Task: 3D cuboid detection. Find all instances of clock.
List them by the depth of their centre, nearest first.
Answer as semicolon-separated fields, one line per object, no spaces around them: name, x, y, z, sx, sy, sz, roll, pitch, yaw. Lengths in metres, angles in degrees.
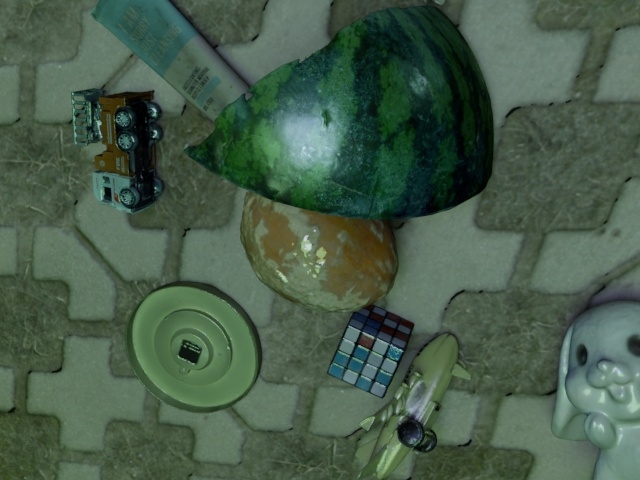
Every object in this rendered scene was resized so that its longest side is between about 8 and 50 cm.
clock;-0.212;0.179;1.210;0.235;0.029;0.234;5;110;14

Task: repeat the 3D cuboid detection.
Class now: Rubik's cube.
Rubik's cube;0.075;0.160;1.086;0.092;0.092;0.092;23;114;7

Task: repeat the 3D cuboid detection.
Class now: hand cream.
hand cream;-0.193;-0.260;1.033;0.312;0.070;0.111;42;117;3

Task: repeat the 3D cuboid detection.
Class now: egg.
egg;0.000;0.000;1.000;0.233;0.195;0.194;27;114;4

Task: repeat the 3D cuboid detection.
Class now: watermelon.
watermelon;0.055;-0.173;0.885;0.319;0.292;0.222;23;118;17

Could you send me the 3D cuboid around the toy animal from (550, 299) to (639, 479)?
toy animal;0.437;0.223;0.967;0.249;0.174;0.289;10;113;25

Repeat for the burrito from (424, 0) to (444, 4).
burrito;0.122;-0.384;0.908;0.058;0.045;0.188;-12;105;19

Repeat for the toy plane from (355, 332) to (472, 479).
toy plane;0.138;0.248;1.072;0.092;0.229;0.244;33;86;33

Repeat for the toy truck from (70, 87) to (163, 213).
toy truck;-0.306;-0.135;1.100;0.115;0.080;0.177;8;110;19
